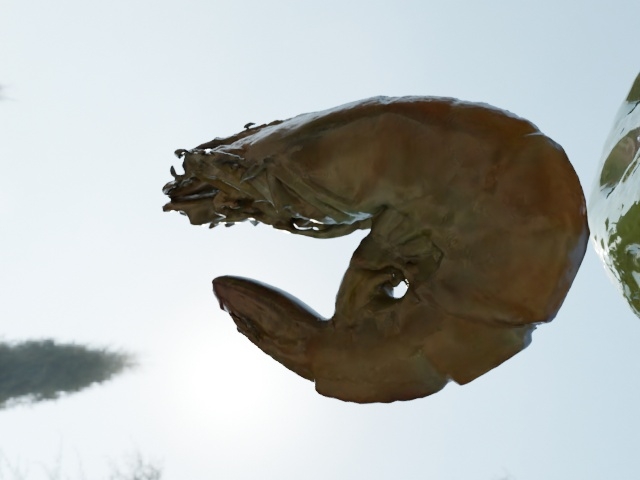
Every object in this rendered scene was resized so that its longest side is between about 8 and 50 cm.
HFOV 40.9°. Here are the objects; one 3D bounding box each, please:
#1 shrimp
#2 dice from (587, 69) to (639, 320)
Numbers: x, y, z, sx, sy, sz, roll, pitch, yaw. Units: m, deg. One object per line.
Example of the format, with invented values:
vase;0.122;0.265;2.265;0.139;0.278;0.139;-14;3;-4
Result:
shrimp;0.002;0.000;0.385;0.236;0.053;0.133;5;-94;35
dice;0.336;-0.054;0.519;0.254;0.250;0.252;-62;-177;-35
